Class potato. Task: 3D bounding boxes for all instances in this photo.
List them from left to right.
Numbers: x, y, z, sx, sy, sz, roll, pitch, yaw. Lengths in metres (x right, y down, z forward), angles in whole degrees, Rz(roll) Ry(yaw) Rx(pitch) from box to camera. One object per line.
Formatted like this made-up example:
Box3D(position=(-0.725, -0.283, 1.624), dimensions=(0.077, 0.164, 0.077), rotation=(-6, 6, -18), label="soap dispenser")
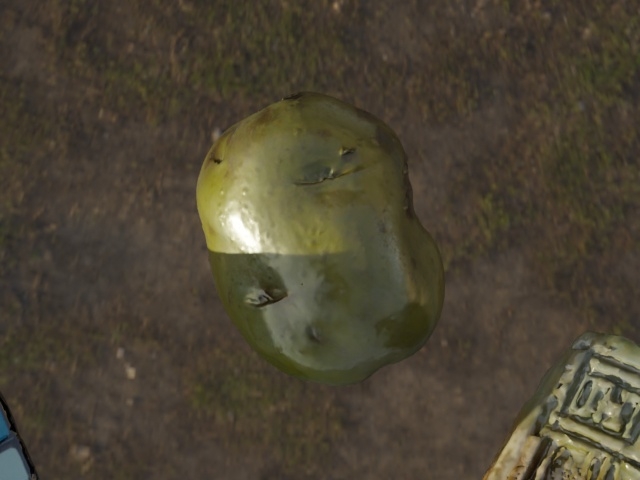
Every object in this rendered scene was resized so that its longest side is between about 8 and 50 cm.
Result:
Box3D(position=(-0.003, 0.001, 0.983), dimensions=(0.137, 0.154, 0.200), rotation=(-20, 90, -29), label="potato")

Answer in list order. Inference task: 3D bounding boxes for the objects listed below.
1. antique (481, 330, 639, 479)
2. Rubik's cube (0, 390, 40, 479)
Box3D(position=(0.230, 0.180, 1.006), dimensions=(0.150, 0.125, 0.284), rotation=(-61, 148, -8), label="antique")
Box3D(position=(-0.304, 0.174, 0.957), dimensions=(0.187, 0.182, 0.184), rotation=(-31, 111, -28), label="Rubik's cube")
